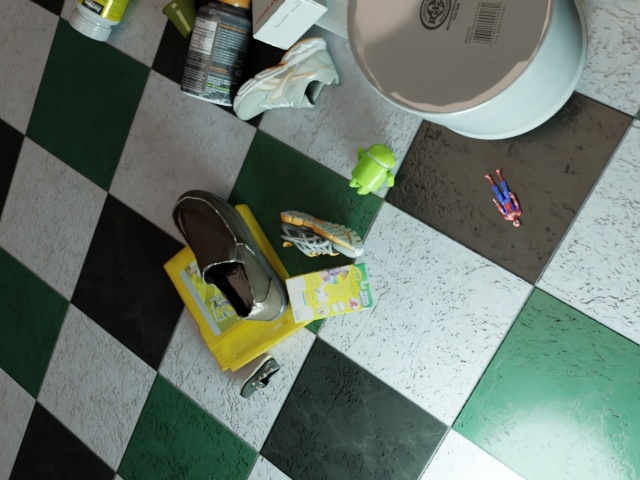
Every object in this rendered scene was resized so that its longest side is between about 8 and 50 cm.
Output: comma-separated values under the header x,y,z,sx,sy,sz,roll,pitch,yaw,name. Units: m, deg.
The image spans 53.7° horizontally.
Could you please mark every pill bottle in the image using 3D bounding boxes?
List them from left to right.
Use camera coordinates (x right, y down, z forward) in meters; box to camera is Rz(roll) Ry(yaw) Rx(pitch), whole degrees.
x,y,z,sx,sy,sz,roll,pitch,yaw,name
-0.537,-0.613,1.571,0.119,0.119,0.208,39,111,18,pill bottle
-0.227,-0.439,1.426,0.130,0.130,0.246,23,105,23,pill bottle

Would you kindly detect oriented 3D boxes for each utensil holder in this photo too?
x,y,z,sx,sy,sz,roll,pitch,yaw,name
0.254,-0.343,1.052,0.327,0.385,0.327,3,96,27,utensil holder

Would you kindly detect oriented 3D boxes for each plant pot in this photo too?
x,y,z,sx,sy,sz,roll,pitch,yaw,name
-0.319,-0.524,1.498,0.083,0.083,0.079,-26,95,26,plant pot

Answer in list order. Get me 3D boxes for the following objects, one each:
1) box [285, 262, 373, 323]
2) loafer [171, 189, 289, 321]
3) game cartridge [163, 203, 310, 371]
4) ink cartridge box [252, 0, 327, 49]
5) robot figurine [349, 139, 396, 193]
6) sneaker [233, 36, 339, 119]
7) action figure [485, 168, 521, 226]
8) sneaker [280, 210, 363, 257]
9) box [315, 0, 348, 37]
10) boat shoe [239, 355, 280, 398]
x,y,z,sx,sy,sz,roll,pitch,yaw,name
0.022,0.113,1.388,0.179,0.043,0.105,-12,88,13,box
-0.215,0.030,1.413,0.366,0.130,0.134,48,113,13,loafer
-0.205,0.122,1.517,0.285,0.052,0.324,-37,78,25,game cartridge
-0.069,-0.528,1.295,0.154,0.093,0.212,-30,56,49,ink cartridge box
0.110,-0.151,1.320,0.101,0.067,0.115,44,112,21,robot figurine
-0.077,-0.324,1.384,0.262,0.099,0.121,-31,86,27,sneaker
0.358,-0.080,1.227,0.038,0.030,0.115,-27,85,21,action figure
0.000,0.000,1.389,0.215,0.084,0.083,22,108,32,sneaker
0.057,-0.462,1.296,0.102,0.101,0.087,32,109,20,box
-0.147,0.334,1.509,0.042,0.049,0.133,47,109,23,boat shoe
